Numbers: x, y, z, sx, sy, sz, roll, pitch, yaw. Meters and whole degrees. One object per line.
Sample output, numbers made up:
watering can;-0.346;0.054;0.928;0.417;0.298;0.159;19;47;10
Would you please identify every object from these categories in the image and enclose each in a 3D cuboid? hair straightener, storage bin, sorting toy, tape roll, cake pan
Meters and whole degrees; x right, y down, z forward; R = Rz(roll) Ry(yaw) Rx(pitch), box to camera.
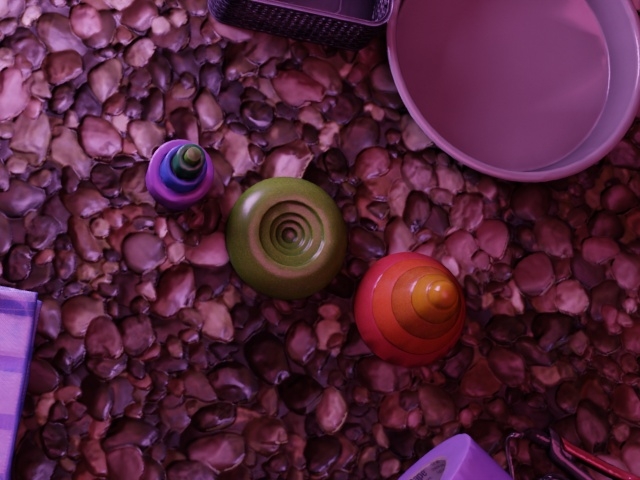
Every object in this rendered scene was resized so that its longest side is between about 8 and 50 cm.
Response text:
hair straightener;0.284;0.267;1.428;0.230;0.047;0.089;31;74;-6
storage bin;-0.017;-0.279;1.439;0.180;0.084;0.122;10;77;-12
sorting toy;0.000;0.000;1.370;0.365;0.126;0.127;30;74;-7
tape roll;0.101;0.276;1.308;0.080;0.189;0.189;44;73;-3
cake pan;0.205;-0.200;1.494;0.293;0.054;0.293;3;79;-13

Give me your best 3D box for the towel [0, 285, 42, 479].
towel;-0.415;0.122;1.293;0.285;0.034;0.209;11;78;-12
